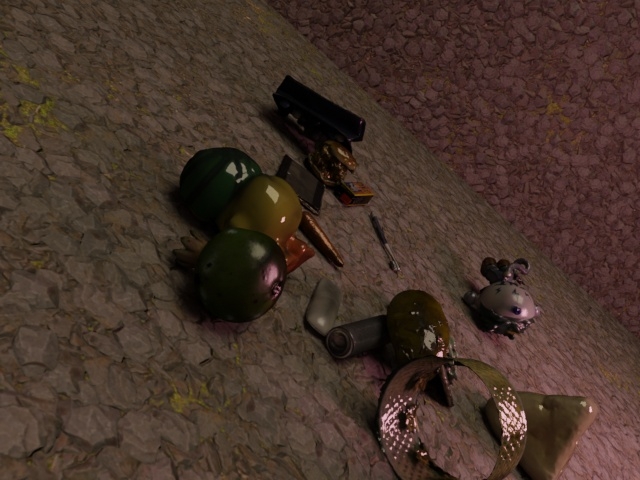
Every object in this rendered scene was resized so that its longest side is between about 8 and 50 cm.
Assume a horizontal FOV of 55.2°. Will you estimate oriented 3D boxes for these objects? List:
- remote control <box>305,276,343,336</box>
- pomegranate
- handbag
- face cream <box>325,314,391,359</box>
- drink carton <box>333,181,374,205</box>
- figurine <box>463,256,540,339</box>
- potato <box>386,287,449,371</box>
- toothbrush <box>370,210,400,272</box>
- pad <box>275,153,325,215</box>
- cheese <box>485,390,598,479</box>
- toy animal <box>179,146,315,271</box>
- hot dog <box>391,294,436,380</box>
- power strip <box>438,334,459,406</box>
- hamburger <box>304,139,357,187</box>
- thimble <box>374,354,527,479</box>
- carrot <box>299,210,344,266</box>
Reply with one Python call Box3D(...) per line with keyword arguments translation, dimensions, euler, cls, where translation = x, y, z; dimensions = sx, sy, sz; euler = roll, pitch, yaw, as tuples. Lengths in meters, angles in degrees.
Box3D(translation=(0.016, 0.148, 1.435), dimensions=(0.073, 0.044, 0.229), euler=(39, 25, -6), cls="remote control")
Box3D(translation=(-0.175, 0.052, 1.162), dimensions=(0.225, 0.187, 0.187), euler=(26, 18, 20), cls="pomegranate")
Box3D(translation=(-0.008, -0.418, 2.134), dimensions=(0.326, 0.118, 0.269), euler=(33, -4, 6), cls="handbag")
Box3D(translation=(0.114, 0.219, 1.437), dimensions=(0.073, 0.073, 0.283), euler=(53, 26, 20), cls="face cream")
Box3D(translation=(0.113, -0.157, 2.066), dimensions=(0.071, 0.056, 0.166), euler=(43, 23, 18), cls="drink carton")
Box3D(translation=(0.634, 0.200, 2.155), dimensions=(0.382, 0.261, 0.186), euler=(-77, 163, -64), cls="figurine")
Box3D(translation=(0.226, 0.200, 1.419), dimensions=(0.149, 0.113, 0.251), euler=(16, 42, -4), cls="potato")
Box3D(translation=(0.205, 0.000, 1.998), dimensions=(0.026, 0.024, 0.288), euler=(13, 37, -27), cls="toothbrush")
Box3D(translation=(-0.056, -0.175, 1.871), dimensions=(0.174, 0.022, 0.233), euler=(38, 24, -12), cls="pad")
Box3D(translation=(0.568, 0.463, 1.596), dimensions=(0.248, 0.251, 0.174), euler=(39, 19, 27), cls="cheese")
Box3D(translation=(-0.153, -0.074, 1.347), dimensions=(0.338, 0.191, 0.216), euler=(46, 25, 5), cls="toy animal")
Box3D(translation=(0.238, 0.246, 1.599), dimensions=(0.289, 0.068, 0.083), euler=(-103, 167, -55), cls="hot dog")
Box3D(translation=(0.313, 0.283, 1.551), dimensions=(0.213, 0.065, 0.198), euler=(-100, 171, -54), cls="power strip")
Box3D(translation=(0.039, -0.270, 2.040), dimensions=(0.185, 0.131, 0.159), euler=(50, 21, 22), cls="hamburger")
Box3D(translation=(0.257, 0.359, 1.210), dimensions=(0.150, 0.271, 0.270), euler=(14, 38, -50), cls="thimble")
Box3D(translation=(0.000, 0.000, 1.656), dimensions=(0.191, 0.047, 0.047), euler=(53, 25, 11), cls="carrot")
